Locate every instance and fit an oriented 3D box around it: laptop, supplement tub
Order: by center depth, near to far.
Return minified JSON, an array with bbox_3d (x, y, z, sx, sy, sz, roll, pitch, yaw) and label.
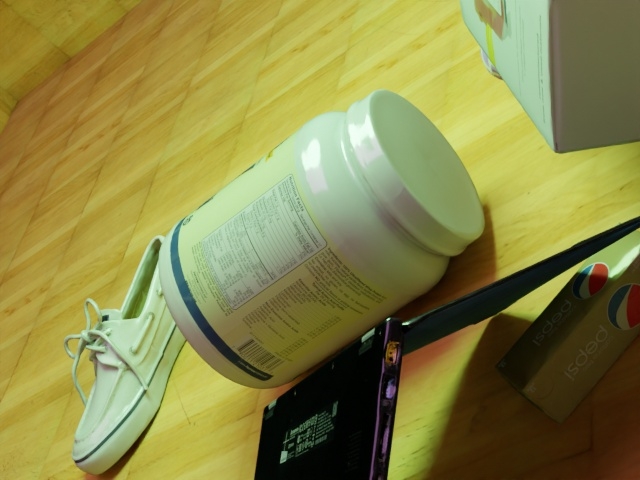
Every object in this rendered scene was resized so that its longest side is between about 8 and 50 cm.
[{"bbox_3d":[0.097,0.184,1.080,0.382,0.236,0.407,132,148,-67],"label":"laptop"},{"bbox_3d":[0.000,0.000,1.468,0.325,0.235,0.235,-36,29,26],"label":"supplement tub"}]

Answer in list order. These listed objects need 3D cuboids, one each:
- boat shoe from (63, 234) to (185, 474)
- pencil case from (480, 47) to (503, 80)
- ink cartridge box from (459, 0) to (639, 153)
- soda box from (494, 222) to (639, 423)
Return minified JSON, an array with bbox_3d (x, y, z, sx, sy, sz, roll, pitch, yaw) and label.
[{"bbox_3d":[-0.284,0.142,1.813,0.136,0.156,0.367,-14,42,51],"label":"boat shoe"},{"bbox_3d":[0.271,-0.227,1.519,0.088,0.086,0.206,-62,27,-2],"label":"pencil case"},{"bbox_3d":[0.307,-0.248,1.264,0.279,0.160,0.384,-10,29,-3],"label":"ink cartridge box"},{"bbox_3d":[0.246,0.075,1.172,0.181,0.061,0.058,-50,26,-1],"label":"soda box"}]
